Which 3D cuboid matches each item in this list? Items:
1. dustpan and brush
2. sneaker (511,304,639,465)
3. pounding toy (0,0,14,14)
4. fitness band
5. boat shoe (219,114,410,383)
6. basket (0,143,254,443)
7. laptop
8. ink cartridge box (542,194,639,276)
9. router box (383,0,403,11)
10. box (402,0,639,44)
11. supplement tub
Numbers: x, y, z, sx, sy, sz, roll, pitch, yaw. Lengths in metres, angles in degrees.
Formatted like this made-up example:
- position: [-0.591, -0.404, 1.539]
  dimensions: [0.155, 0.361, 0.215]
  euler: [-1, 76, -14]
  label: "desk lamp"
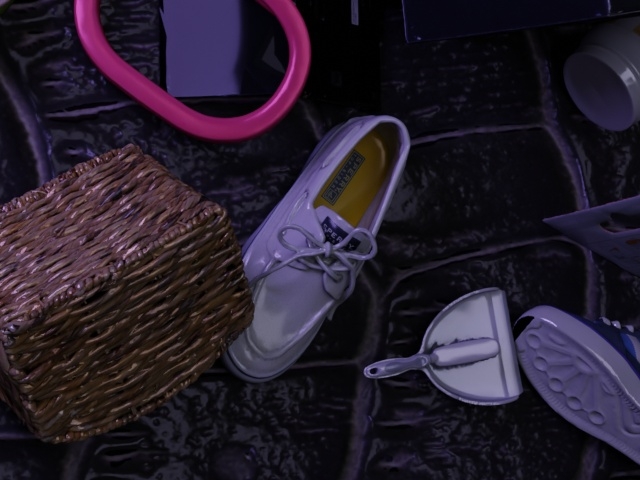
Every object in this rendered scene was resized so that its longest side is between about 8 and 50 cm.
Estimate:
- position: [0.150, 0.145, 1.880]
  dimensions: [0.211, 0.060, 0.147]
  euler: [-10, 89, -11]
  label: "dustpan and brush"
- position: [0.423, 0.155, 1.982]
  dimensions: [0.323, 0.130, 0.236]
  euler: [39, 45, 6]
  label: "sneaker"
- position: [-0.424, -0.294, 1.684]
  dimensions: [0.183, 0.110, 0.237]
  euler: [14, 49, -10]
  label: "pounding toy"
- position: [-0.149, -0.242, 1.765]
  dimensions: [0.291, 0.054, 0.209]
  euler: [36, 88, -1]
  label: "fitness band"
- position: [0.008, 0.004, 1.785]
  dimensions: [0.136, 0.156, 0.367]
  euler: [37, 71, -14]
  label: "boat shoe"
- position: [-0.253, 0.065, 1.704]
  dimensions: [0.299, 0.223, 0.213]
  euler: [-32, 130, -23]
  label: "basket"
- position: [-0.058, -0.280, 1.869]
  dimensions: [0.264, 0.136, 0.234]
  euler: [5, 82, -48]
  label: "laptop"
- position: [0.523, 0.005, 1.921]
  dimensions: [0.385, 0.308, 0.091]
  euler: [27, 74, -17]
  label: "ink cartridge box"
- position: [0.103, -0.424, 1.871]
  dimensions: [0.309, 0.081, 0.243]
  euler: [21, 76, -38]
  label: "router box"
- position: [0.292, -0.343, 1.781]
  dimensions: [0.294, 0.296, 0.183]
  euler: [-12, 99, -45]
  label: "box"
- position: [0.434, -0.249, 2.001]
  dimensions: [0.199, 0.144, 0.144]
  euler: [-38, 99, -22]
  label: "supplement tub"
